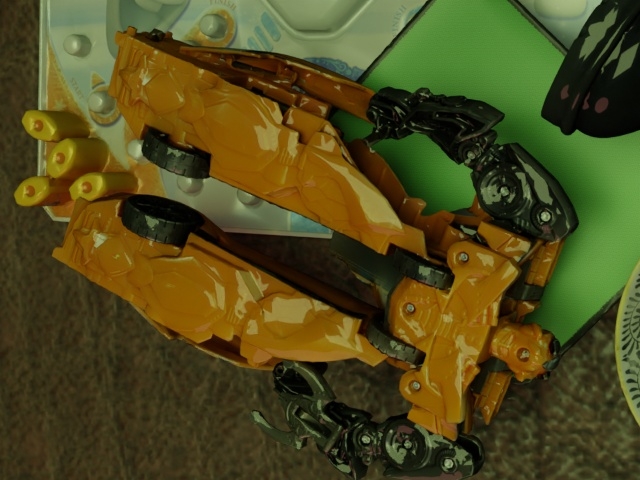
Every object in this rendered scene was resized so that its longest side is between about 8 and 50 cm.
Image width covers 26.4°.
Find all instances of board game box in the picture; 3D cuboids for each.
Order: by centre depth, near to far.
[{"bbox_3d":[-0.007,-0.195,0.801,0.390,0.050,0.390,4,95,22],"label":"board game box"}]

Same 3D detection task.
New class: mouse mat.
[{"bbox_3d":[0.095,-0.035,0.740,0.189,0.007,0.152,47,109,12],"label":"mouse mat"}]

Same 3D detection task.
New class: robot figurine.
[{"bbox_3d":[0.000,0.000,0.732,0.291,0.085,0.211,26,107,21],"label":"robot figurine"}]

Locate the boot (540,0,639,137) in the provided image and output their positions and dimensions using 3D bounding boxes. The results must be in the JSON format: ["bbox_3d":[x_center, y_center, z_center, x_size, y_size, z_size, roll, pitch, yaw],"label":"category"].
[{"bbox_3d":[0.255,-0.085,0.637,0.207,0.094,0.246,43,72,16],"label":"boot"}]

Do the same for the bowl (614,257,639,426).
[{"bbox_3d":[0.241,0.046,0.695,0.170,0.080,0.170,5,105,19],"label":"bowl"}]
